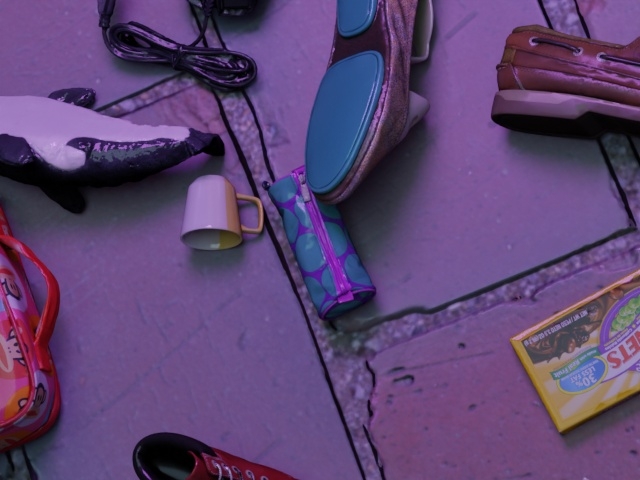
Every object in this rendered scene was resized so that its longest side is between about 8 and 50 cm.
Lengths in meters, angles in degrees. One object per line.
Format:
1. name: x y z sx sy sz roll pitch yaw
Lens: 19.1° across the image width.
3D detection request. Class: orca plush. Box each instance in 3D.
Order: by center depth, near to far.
1. orca plush: -0.241 -0.082 1.957 0.287 0.102 0.151 -1 32 2

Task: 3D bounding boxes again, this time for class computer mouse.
1. computer mouse: -0.132 -0.294 1.951 0.184 0.060 0.262 12 107 12

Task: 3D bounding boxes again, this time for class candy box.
1. candy box: 0.294 0.091 1.813 0.206 0.027 0.105 -29 77 5

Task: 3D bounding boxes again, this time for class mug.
1. mug: -0.104 -0.028 1.918 0.062 0.078 0.064 -21 61 41

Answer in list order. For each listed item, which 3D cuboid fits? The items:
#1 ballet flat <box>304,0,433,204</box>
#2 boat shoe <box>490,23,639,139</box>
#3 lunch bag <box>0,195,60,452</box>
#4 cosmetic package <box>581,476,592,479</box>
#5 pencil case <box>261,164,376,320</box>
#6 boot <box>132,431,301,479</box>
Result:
1. ballet flat: 0.063 -0.174 1.879 0.107 0.106 0.316 -7 67 48
2. boat shoe: 0.317 -0.150 1.817 0.307 0.111 0.104 8 81 14
3. lunch bag: -0.386 0.080 1.915 0.258 0.120 0.293 -22 74 6
4. cosmetic package: 0.245 0.284 1.773 0.060 0.041 0.115 29 85 17
5. pencil case: 0.000 0.000 1.875 0.064 0.070 0.151 -22 75 -7
6. boot: -0.054 0.249 1.776 0.244 0.176 0.088 20 81 14
